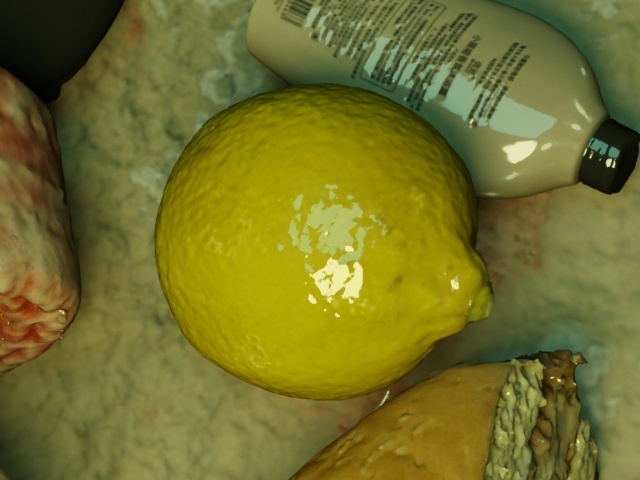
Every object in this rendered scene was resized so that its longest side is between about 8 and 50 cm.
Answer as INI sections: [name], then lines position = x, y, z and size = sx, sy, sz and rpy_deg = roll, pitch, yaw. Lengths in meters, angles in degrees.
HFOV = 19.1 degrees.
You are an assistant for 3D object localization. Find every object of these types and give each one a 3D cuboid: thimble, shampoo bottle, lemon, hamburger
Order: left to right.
[thimble]
position = -0.271, -0.010, 1.144
size = 0.239, 0.239, 0.162
rpy_deg = -11, 67, 6
[lemon]
position = 0.000, 0.000, 1.102
size = 0.244, 0.187, 0.187
rpy_deg = 21, 72, 48
[hamburger]
position = 0.038, 0.202, 1.044
size = 0.245, 0.155, 0.282
rpy_deg = -12, 56, 18
[shampoo bottle]
position = 0.080, -0.099, 1.190
size = 0.257, 0.078, 0.127
rpy_deg = 28, 71, 21

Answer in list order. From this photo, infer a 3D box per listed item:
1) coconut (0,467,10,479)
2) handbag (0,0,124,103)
[coconut]
position = -0.319, 0.189, 1.047
size = 0.329, 0.329, 0.328
rpy_deg = -4, 68, 9
[handbag]
position = -0.261, -0.204, 1.204
size = 0.308, 0.093, 0.253
rpy_deg = 14, 80, -28
